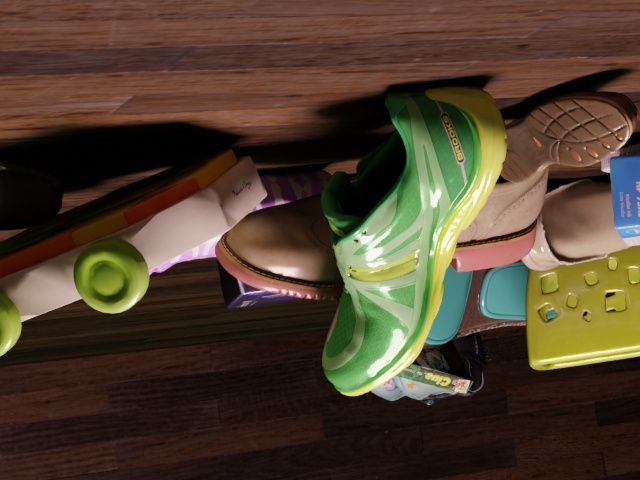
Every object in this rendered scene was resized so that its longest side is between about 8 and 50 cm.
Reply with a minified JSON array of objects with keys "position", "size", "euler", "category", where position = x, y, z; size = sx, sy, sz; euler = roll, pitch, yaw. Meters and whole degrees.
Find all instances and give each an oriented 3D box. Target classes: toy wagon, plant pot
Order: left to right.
[{"position":[-0.216,0.020,1.398],"size":[0.344,0.068,0.267],"euler":[-20,-170,19],"category":"toy wagon"},{"position":[0.372,0.051,2.174],"size":[0.227,0.207,0.228],"euler":[-9,173,9],"category":"plant pot"}]

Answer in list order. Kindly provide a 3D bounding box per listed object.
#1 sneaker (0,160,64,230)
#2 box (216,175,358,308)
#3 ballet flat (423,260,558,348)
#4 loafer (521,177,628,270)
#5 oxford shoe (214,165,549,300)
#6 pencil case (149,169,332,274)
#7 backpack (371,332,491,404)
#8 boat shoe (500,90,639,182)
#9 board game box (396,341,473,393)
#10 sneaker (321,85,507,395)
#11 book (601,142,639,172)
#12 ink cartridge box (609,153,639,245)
[{"position":[-0.357,0.015,1.300],"size":[0.330,0.146,0.122],"euler":[-7,172,-23],"category":"sneaker"},{"position":[0.000,0.000,1.731],"size":[0.207,0.108,0.153],"euler":[-8,174,-9],"category":"box"},{"position":[0.169,0.055,2.287],"size":[0.182,0.164,0.483],"euler":[16,-170,35],"category":"ballet flat"},{"position":[0.317,-0.028,1.954],"size":[0.092,0.102,0.268],"euler":[-17,178,40],"category":"loafer"},{"position":[0.061,-0.038,1.510],"size":[0.348,0.123,0.130],"euler":[-13,132,-35],"category":"oxford shoe"},{"position":[-0.078,-0.017,1.586],"size":[0.206,0.088,0.086],"euler":[-5,172,-18],"category":"pencil case"},{"position":[0.150,0.144,2.605],"size":[0.191,0.225,0.253],"euler":[-15,168,9],"category":"backpack"},{"position":[0.210,-0.099,1.421],"size":[0.060,0.064,0.178],"euler":[-39,-169,-28],"category":"boat shoe"},{"position":[0.111,0.113,2.295],"size":[0.136,0.030,0.259],"euler":[14,-154,-22],"category":"board game box"},{"position":[0.050,-0.005,1.372],"size":[0.123,0.295,0.109],"euler":[10,-150,-18],"category":"sneaker"},{"position":[0.378,-0.095,1.745],"size":[0.096,0.035,0.144],"euler":[1,170,-34],"category":"book"},{"position":[0.418,-0.048,1.696],"size":[0.231,0.078,0.134],"euler":[-5,171,16],"category":"ink cartridge box"}]
